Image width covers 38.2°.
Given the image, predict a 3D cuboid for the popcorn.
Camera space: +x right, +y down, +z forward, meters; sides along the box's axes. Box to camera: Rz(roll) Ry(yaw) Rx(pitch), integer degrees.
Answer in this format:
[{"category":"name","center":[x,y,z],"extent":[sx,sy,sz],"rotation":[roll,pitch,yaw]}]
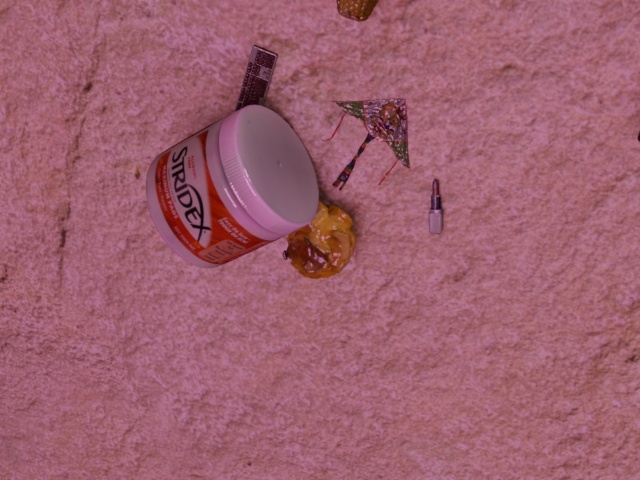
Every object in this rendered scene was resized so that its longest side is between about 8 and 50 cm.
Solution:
[{"category":"popcorn","center":[0.000,0.000,1.838],"extent":[0.148,0.152,0.167],"rotation":[16,115,34]}]

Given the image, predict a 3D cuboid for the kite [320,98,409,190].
[{"category":"kite","center":[0.086,-0.188,1.771],"extent":[0.198,0.006,0.244],"rotation":[38,124,-4]}]

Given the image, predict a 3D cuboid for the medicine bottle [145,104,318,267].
[{"category":"medicine bottle","center":[-0.169,-0.100,1.769],"extent":[0.241,0.252,0.252],"rotation":[-25,108,29]}]

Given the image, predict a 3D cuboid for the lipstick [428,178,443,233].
[{"category":"lipstick","center":[0.222,-0.067,1.780],"extent":[0.025,0.025,0.107],"rotation":[4,113,18]}]

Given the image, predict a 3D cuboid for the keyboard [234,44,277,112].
[{"category":"keyboard","center":[-0.130,-0.294,1.784],"extent":[0.055,0.017,0.166],"rotation":[24,124,6]}]

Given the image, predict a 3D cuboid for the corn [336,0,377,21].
[{"category":"corn","center":[0.104,-0.512,1.529],"extent":[0.097,0.097,0.320],"rotation":[27,126,4]}]

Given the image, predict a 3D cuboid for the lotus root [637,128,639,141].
[{"category":"lotus root","center":[0.580,-0.195,1.525],"extent":[0.081,0.112,0.122],"rotation":[26,93,16]}]
